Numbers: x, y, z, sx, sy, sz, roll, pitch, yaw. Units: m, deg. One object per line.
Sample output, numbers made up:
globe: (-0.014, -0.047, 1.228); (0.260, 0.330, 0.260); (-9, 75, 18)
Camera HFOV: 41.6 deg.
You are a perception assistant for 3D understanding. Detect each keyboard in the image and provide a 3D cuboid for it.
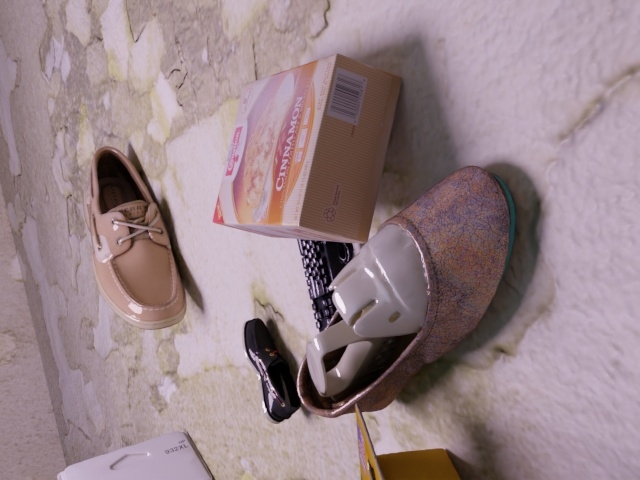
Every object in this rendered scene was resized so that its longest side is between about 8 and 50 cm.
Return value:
keyboard: (0.000, 0.000, 0.836); (0.108, 0.023, 0.180); (-25, 77, 62)

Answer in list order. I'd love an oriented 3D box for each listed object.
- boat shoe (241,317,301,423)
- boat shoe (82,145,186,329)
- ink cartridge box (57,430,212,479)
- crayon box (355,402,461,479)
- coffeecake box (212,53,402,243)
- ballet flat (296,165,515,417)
boat shoe: (-0.057, 0.149, 1.002); (0.042, 0.049, 0.133); (-37, 58, 30)
boat shoe: (-0.295, -0.009, 1.287); (0.341, 0.122, 0.110); (56, 147, 37)
ink cartridge box: (-0.308, 0.503, 1.425); (0.129, 0.223, 0.307); (44, 138, 45)
crayon box: (0.088, 0.314, 0.673); (0.203, 0.083, 0.322); (-113, 18, -76)
coffeecake box: (-0.019, -0.075, 0.748); (0.185, 0.068, 0.142); (3, 80, 62)
ballet flat: (0.052, 0.064, 0.687); (0.107, 0.106, 0.316); (63, 149, 31)
